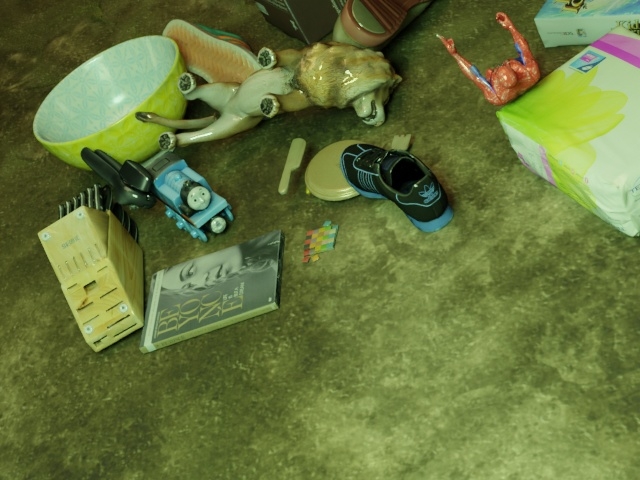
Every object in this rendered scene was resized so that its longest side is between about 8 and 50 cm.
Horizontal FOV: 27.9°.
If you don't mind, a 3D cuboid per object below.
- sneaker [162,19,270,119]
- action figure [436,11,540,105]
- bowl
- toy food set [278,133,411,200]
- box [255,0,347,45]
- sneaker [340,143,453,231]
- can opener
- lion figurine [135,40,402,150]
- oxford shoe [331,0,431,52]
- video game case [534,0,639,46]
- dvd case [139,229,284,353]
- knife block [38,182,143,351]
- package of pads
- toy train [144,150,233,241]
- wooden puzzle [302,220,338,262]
[{"bbox_3d":[-0.145,-0.305,2.265,0.302,0.121,0.108,39,117,34],"label":"sneaker"},{"bbox_3d":[0.241,-0.258,1.782,0.091,0.139,0.280,-35,5,13],"label":"action figure"},{"bbox_3d":[-0.336,-0.209,2.249,0.289,0.156,0.289,-21,35,16],"label":"bowl"},{"bbox_3d":[0.039,-0.105,1.947,0.192,0.038,0.132,0,49,22],"label":"toy food set"},{"bbox_3d":[0.059,-0.539,2.376,0.381,0.143,0.191,-40,36,-9],"label":"box"},{"bbox_3d":[0.098,-0.098,1.820,0.081,0.090,0.232,-41,43,-14],"label":"sneaker"},{"bbox_3d":[-0.319,-0.103,2.053,0.186,0.059,0.073,34,98,44],"label":"can opener"},{"bbox_3d":[-0.083,-0.233,2.065,0.392,0.142,0.240,-4,5,35],"label":"lion figurine"},{"bbox_3d":[0.109,-0.405,2.190,0.348,0.123,0.130,-45,-2,-44],"label":"oxford shoe"},{"bbox_3d":[0.488,-0.401,1.944,0.244,0.061,0.269,4,48,42],"label":"video game case"},{"bbox_3d":[-0.158,0.073,1.886,0.221,0.018,0.164,-20,37,17],"label":"dvd case"},{"bbox_3d":[-0.328,0.038,2.012,0.088,0.242,0.276,-30,76,11],"label":"knife block"},{"bbox_3d":[0.390,-0.147,1.667,0.229,0.101,0.296,-36,34,-7],"label":"package of pads"},{"bbox_3d":[-0.209,-0.068,2.022,0.080,0.105,0.184,-40,35,-11],"label":"toy train"},{"bbox_3d":[0.000,0.000,1.865,0.049,0.006,0.083,-15,38,23],"label":"wooden puzzle"}]
